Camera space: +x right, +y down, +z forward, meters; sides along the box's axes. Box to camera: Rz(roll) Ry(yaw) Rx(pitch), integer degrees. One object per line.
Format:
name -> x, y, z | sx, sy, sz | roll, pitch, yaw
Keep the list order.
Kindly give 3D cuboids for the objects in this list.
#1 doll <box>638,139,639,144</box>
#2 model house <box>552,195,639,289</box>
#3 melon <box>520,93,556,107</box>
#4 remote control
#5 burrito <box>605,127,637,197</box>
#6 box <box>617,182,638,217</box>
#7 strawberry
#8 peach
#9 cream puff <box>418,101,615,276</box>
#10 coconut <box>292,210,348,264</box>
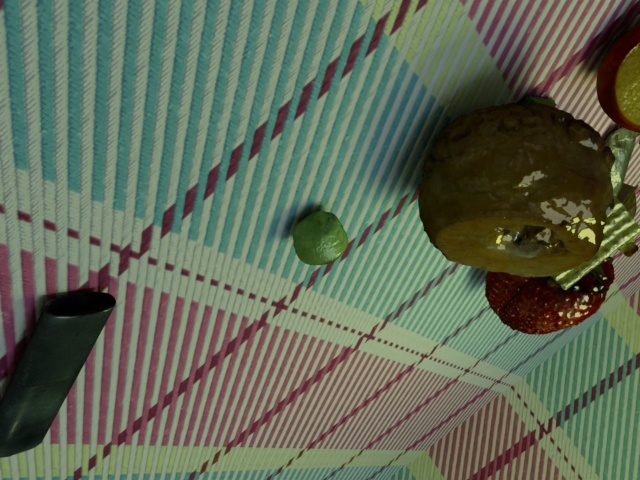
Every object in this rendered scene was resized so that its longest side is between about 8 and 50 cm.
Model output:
doll -> 0.772, -0.242, 1.834 | 0.110, 0.067, 0.206 | -40, 166, 31
model house -> 0.474, -0.037, 1.579 | 0.196, 0.254, 0.160 | -41, 166, 11
melon -> 0.361, -0.180, 1.499 | 0.114, 0.053, 0.262 | -41, 164, -30
remote control -> -0.414, 0.209, 1.226 | 0.107, 0.044, 0.377 | -13, 147, -46
burrito -> 0.627, -0.123, 1.791 | 0.082, 0.059, 0.275 | -14, 124, -32
box -> 0.687, -0.069, 1.938 | 0.177, 0.111, 0.111 | -43, 161, -31
strawberry -> 0.526, 0.104, 1.918 | 0.238, 0.250, 0.288 | -19, 149, -40
peach -> 0.569, -0.278, 1.392 | 0.190, 0.190, 0.192 | -32, 173, -5
cream puff -> 0.324, -0.086, 1.336 | 0.327, 0.231, 0.343 | -15, 147, 41
coconut -> 0.000, 0.000, 1.315 | 0.088, 0.088, 0.096 | -28, 124, -14
